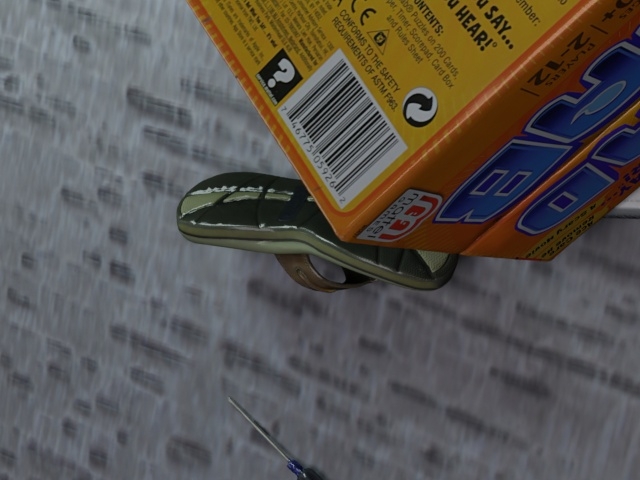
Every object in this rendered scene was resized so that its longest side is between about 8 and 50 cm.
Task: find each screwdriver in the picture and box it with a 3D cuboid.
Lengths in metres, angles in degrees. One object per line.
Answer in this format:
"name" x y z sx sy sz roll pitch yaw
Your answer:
"screwdriver" -0.042 0.224 1.503 0.170 0.024 0.025 40 142 26

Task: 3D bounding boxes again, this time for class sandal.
"sandal" 0.000 -0.001 1.409 0.303 0.120 0.086 11 130 29

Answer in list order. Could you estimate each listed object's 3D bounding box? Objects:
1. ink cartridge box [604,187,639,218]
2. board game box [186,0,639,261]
"ink cartridge box" 0.225 -0.138 1.295 0.189 0.066 0.232 2 81 29
"board game box" 0.138 -0.235 1.103 0.356 0.356 0.356 -43 66 24
